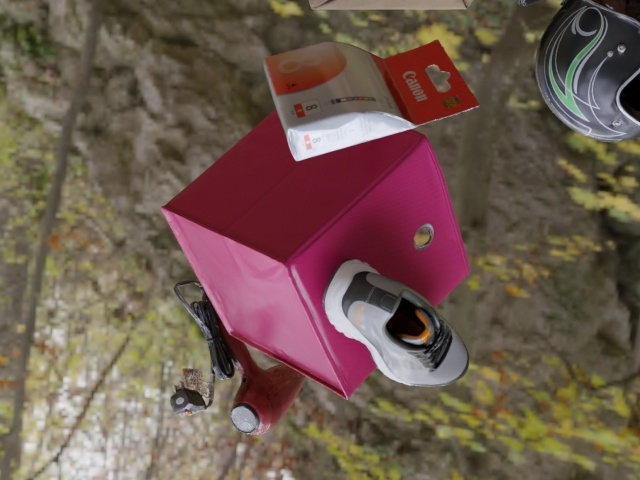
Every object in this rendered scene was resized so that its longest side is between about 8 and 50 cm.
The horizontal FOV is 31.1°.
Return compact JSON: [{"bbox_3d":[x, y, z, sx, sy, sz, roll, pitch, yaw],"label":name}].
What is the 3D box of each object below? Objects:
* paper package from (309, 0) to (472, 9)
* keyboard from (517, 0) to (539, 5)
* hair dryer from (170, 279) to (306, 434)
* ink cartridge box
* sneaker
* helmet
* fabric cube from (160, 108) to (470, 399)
[{"bbox_3d":[0.101,-0.527,1.746,0.309,0.325,0.168,-7,159,-26],"label":"paper package"},{"bbox_3d":[0.426,-0.526,1.853,0.201,0.317,0.033,-23,-121,-25],"label":"keyboard"},{"bbox_3d":[-0.112,0.189,1.792,0.080,0.224,0.293,-15,152,34],"label":"hair dryer"},{"bbox_3d":[0.044,-0.150,1.098,0.179,0.045,0.145,-18,-143,0],"label":"ink cartridge box"},{"bbox_3d":[0.111,0.119,1.399,0.108,0.100,0.271,18,167,42],"label":"sneaker"},{"bbox_3d":[0.336,-0.201,1.354,0.169,0.162,0.169,13,-152,-7],"label":"helmet"},{"bbox_3d":[0.000,0.000,1.516,0.259,0.254,0.258,24,-123,42],"label":"fabric cube"}]
